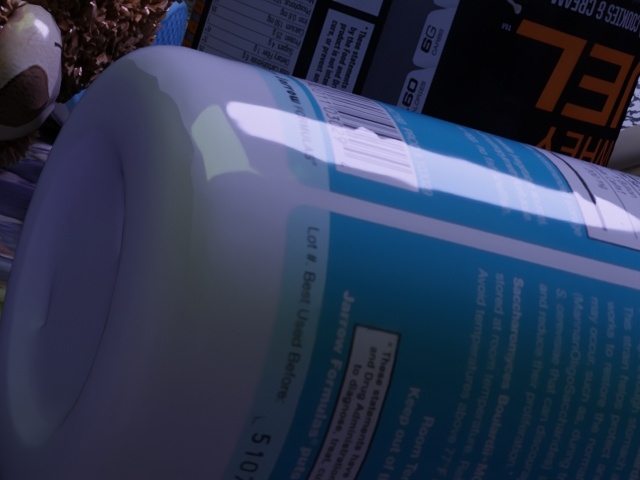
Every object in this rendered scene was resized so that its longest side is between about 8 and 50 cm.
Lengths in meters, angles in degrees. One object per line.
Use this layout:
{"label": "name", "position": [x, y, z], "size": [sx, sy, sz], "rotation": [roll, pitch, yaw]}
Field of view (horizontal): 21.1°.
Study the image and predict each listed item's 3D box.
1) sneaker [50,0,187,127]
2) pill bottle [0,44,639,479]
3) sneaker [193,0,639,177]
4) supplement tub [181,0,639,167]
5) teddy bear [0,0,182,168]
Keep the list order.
{"label": "sneaker", "position": [-0.225, -0.159, 1.254], "size": [0.208, 0.127, 0.319], "rotation": [18, 4, 4]}
{"label": "pill bottle", "position": [0.045, 0.041, 0.523], "size": [0.264, 0.146, 0.146], "rotation": [14, 10, -24]}
{"label": "sneaker", "position": [0.070, -0.120, 1.127], "size": [0.410, 0.182, 0.158], "rotation": [4, 33, 24]}
{"label": "supplement tub", "position": [0.042, -0.088, 0.740], "size": [0.194, 0.316, 0.193], "rotation": [18, 10, -3]}
{"label": "teddy bear", "position": [-0.138, -0.125, 0.936], "size": [0.113, 0.245, 0.338], "rotation": [54, 11, 0]}
